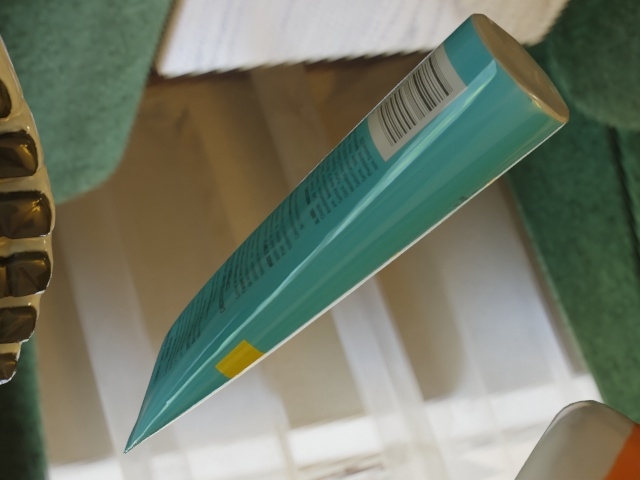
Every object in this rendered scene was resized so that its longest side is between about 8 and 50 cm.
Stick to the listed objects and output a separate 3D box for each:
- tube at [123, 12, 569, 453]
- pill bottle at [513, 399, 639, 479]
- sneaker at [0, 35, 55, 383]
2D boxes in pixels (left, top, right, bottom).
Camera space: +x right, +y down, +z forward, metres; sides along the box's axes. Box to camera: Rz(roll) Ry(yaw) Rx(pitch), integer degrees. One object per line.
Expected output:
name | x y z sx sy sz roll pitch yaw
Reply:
tube | 0.000 0.000 0.626 0.207 0.052 0.080 -41 -169 21
pill bottle | 0.209 0.249 0.609 0.224 0.392 0.224 -56 167 -19
sneaker | -0.160 -0.077 0.519 0.130 0.147 0.330 -5 116 -19
